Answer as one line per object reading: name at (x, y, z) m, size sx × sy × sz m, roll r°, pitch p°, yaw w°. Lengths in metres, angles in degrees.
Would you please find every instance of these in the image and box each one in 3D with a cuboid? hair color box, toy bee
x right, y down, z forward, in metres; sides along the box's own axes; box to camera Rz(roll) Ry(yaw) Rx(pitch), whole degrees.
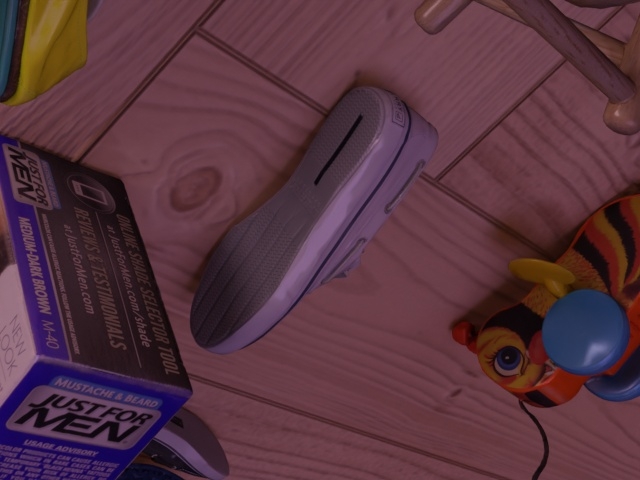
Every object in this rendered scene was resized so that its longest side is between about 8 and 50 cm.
hair color box at (-0.233, 0.122, 0.660) m, size 0.110 × 0.185 × 0.339 m, roll 23°, pitch 119°, yaw -41°
toy bee at (0.193, 0.075, 0.898) m, size 0.298 × 0.162 × 0.195 m, roll -44°, pitch 135°, yaw -19°

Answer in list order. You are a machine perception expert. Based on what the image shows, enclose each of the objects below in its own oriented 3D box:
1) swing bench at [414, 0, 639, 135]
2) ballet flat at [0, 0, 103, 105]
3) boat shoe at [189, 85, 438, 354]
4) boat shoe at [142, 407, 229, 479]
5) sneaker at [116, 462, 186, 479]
swing bench at (0.092, -0.226, 0.444) m, size 0.253 × 0.165 × 0.255 m, roll 27°, pitch 100°, yaw -44°
ballet flat at (-0.128, -0.166, 0.513) m, size 0.077 × 0.077 × 0.231 m, roll -23°, pitch 148°, yaw -40°
boat shoe at (0.000, 0.000, 0.737) m, size 0.075 × 0.083 × 0.226 m, roll 21°, pitch 120°, yaw -40°
boat shoe at (-0.127, 0.162, 0.872) m, size 0.040 × 0.049 × 0.142 m, roll -31°, pitch 134°, yaw 13°
sneaker at (-0.193, 0.217, 0.857) m, size 0.232 × 0.081 × 0.090 m, roll 25°, pitch 150°, yaw -32°
